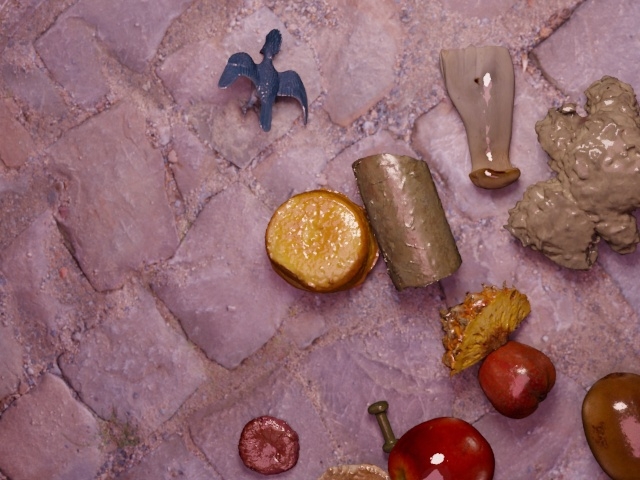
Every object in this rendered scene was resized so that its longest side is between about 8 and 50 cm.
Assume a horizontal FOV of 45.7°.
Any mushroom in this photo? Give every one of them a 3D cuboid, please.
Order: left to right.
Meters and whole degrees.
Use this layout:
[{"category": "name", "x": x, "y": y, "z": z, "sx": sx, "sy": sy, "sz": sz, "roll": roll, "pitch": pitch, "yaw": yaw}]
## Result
[{"category": "mushroom", "x": 0.079, "y": 0.657, "z": 1.668, "sx": 0.233, "sy": 0.301, "sz": 0.208, "roll": -28, "pitch": 119, "yaw": 23}, {"category": "mushroom", "x": 0.357, "y": -0.274, "z": 1.668, "sx": 0.159, "sy": 0.122, "sz": 0.328, "roll": -7, "pitch": 90, "yaw": 47}]

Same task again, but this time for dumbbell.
[{"category": "dumbbell", "x": 0.150, "y": 0.431, "z": 1.756, "sx": 0.052, "sy": 0.046, "sz": 0.117, "roll": -21, "pitch": 89, "yaw": 16}]

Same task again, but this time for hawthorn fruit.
[{"category": "hawthorn fruit", "x": 0.404, "y": 0.285, "z": 1.663, "sx": 0.203, "sy": 0.163, "sz": 0.162, "roll": 39, "pitch": 99, "yaw": 26}]

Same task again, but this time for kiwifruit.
[{"category": "kiwifruit", "x": 0.649, "y": 0.389, "z": 1.586, "sx": 0.196, "sy": 0.196, "sz": 0.233, "roll": -23, "pitch": 86, "yaw": 11}]

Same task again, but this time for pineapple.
[{"category": "pineapple", "x": 0.325, "y": 0.151, "z": 1.652, "sx": 0.250, "sy": 0.164, "sz": 0.139, "roll": -31, "pitch": 130, "yaw": -12}]

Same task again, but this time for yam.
[{"category": "yam", "x": 0.190, "y": -0.052, "z": 1.670, "sx": 0.168, "sy": 0.168, "sz": 0.304, "roll": -19, "pitch": 89, "yaw": 11}]

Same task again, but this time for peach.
[{"category": "peach", "x": 0.272, "y": 0.506, "z": 1.654, "sx": 0.244, "sy": 0.199, "sz": 0.243, "roll": -1, "pitch": 92, "yaw": -17}]

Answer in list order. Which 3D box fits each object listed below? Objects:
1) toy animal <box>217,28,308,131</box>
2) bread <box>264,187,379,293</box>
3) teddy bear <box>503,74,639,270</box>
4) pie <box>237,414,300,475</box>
[{"category": "toy animal", "x": -0.129, "y": -0.361, "z": 1.729, "sx": 0.176, "sy": 0.239, "sz": 0.255, "roll": -57, "pitch": 36, "yaw": 34}, {"category": "bread", "x": 0.000, "y": 0.000, "z": 1.721, "sx": 0.269, "sy": 0.146, "sz": 0.268, "roll": 0, "pitch": 89, "yaw": 9}, {"category": "teddy bear", "x": 0.562, "y": -0.115, "z": 1.603, "sx": 0.368, "sy": 0.224, "sz": 0.357, "roll": -36, "pitch": 87, "yaw": 25}, {"category": "pie", "x": -0.124, "y": 0.492, "z": 1.815, "sx": 0.154, "sy": 0.038, "sz": 0.153, "roll": 0, "pitch": 92, "yaw": 9}]
